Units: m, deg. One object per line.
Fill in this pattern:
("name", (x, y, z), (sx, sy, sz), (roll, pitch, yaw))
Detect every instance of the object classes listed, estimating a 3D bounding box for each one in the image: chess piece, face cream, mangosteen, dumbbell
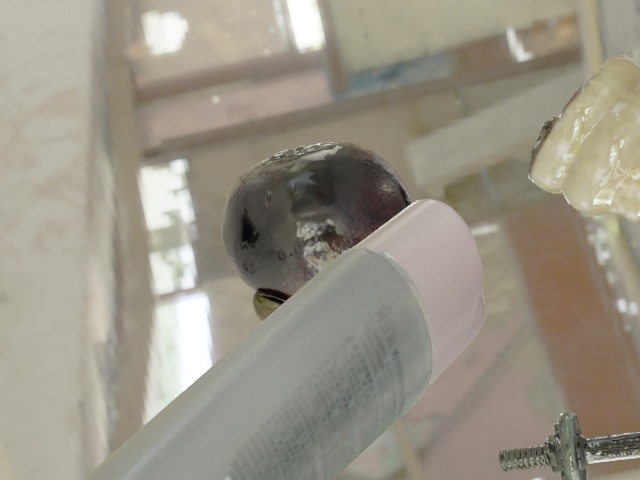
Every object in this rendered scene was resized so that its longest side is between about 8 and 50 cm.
("chess piece", (0.322, -0.034, 1.423), (0.261, 0.143, 0.143), (39, 170, 17))
("face cream", (-0.015, 0.088, 0.835), (0.073, 0.269, 0.107), (28, 141, 31))
("mangosteen", (0.000, 0.000, 1.235), (0.152, 0.152, 0.153), (-12, -90, -88))
("dumbbell", (0.296, 0.195, 1.546), (0.081, 0.254, 0.082), (-9, -90, -75))
